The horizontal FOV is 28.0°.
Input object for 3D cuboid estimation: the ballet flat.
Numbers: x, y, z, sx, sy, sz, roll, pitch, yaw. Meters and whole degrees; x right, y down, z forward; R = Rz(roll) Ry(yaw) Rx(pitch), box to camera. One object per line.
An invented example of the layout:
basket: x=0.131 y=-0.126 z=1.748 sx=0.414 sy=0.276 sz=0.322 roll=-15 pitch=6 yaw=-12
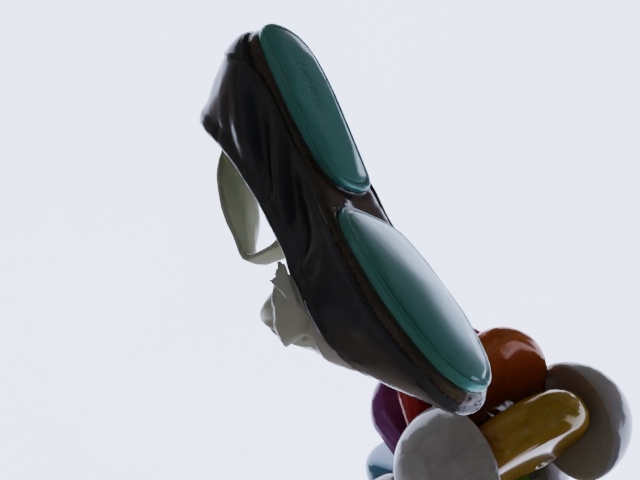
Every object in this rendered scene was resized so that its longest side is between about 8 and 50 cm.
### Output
ballet flat: x=0.000 y=0.000 z=0.528 sx=0.074 sy=0.074 sz=0.203 roll=-34 pitch=-122 yaw=11

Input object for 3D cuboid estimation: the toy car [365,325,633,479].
toy car: x=0.089 y=0.124 z=0.806 sx=0.136 sy=0.159 sz=0.182 roll=56 pitch=-39 yaw=27
